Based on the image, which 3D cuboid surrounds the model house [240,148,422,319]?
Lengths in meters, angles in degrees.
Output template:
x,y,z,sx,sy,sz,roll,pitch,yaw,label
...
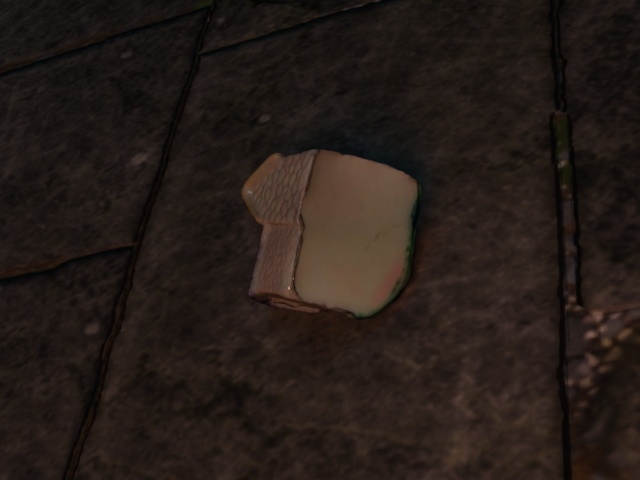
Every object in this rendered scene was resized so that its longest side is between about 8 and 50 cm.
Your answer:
x,y,z,sx,sy,sz,roll,pitch,yaw,label
0.000,0.000,0.830,0.100,0.088,0.100,-6,71,61,model house
